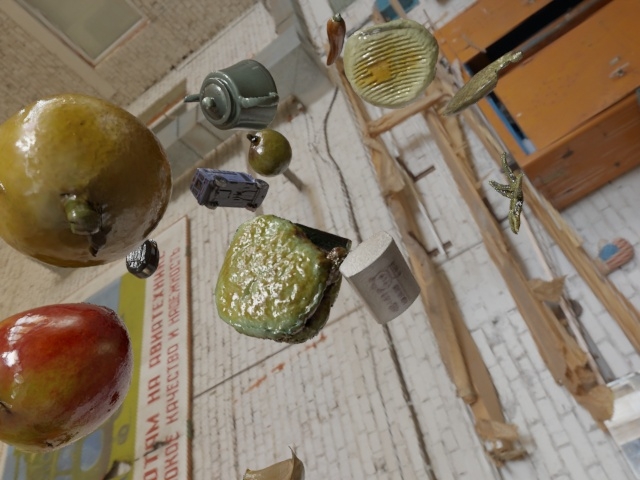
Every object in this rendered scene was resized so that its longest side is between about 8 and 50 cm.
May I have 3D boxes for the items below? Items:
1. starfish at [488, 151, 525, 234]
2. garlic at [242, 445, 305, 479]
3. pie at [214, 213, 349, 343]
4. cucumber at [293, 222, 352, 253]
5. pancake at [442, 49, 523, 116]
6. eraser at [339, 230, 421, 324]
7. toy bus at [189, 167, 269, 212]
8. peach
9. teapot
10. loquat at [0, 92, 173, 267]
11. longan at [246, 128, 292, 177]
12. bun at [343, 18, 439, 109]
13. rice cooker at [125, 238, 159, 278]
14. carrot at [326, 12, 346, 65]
[{"bbox_3d":[0.474,-0.119,1.398,0.176,0.053,0.208,73,-176,-73],"label":"starfish"},{"bbox_3d":[-0.138,0.758,1.766,0.164,0.245,0.145,59,-155,14],"label":"garlic"},{"bbox_3d":[-0.148,0.124,1.773,0.418,0.395,0.180,23,160,25],"label":"pie"},{"bbox_3d":[0.000,-0.001,1.965,0.242,0.074,0.074,19,-149,-14],"label":"cucumber"},{"bbox_3d":[0.381,-0.375,1.353,0.029,0.235,0.212,47,164,-11],"label":"pancake"},{"bbox_3d":[0.180,0.115,1.662,0.095,0.174,0.270,46,173,45],"label":"eraser"},{"bbox_3d":[-0.195,-0.114,1.236,0.167,0.073,0.076,0,-143,-48],"label":"toy bus"},{"bbox_3d":[-0.624,0.304,1.332,0.370,0.370,0.370,49,-160,-25],"label":"peach"},{"bbox_3d":[-0.194,-0.312,1.251,0.149,0.239,0.162,-24,-60,-47],"label":"teapot"},{"bbox_3d":[-0.438,-0.095,1.033,0.328,0.328,0.359,46,-177,-33],"label":"loquat"},{"bbox_3d":[-0.170,-0.281,1.793,0.176,0.145,0.154,32,-166,-36],"label":"longan"},{"bbox_3d":[0.186,-0.464,1.455,0.244,0.244,0.153,50,-154,-22],"label":"bun"},{"bbox_3d":[-0.700,0.067,2.230,0.106,0.112,0.165,48,-143,-65],"label":"rice cooker"},{"bbox_3d":[0.026,-0.359,1.021,0.035,0.035,0.142,63,170,15],"label":"carrot"}]
